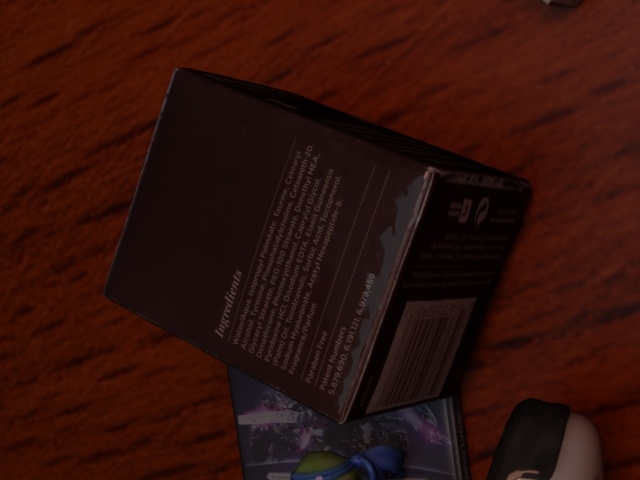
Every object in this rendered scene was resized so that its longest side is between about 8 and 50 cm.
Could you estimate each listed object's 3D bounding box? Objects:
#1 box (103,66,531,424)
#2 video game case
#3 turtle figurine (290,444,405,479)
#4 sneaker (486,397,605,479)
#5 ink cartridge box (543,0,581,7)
[{"bbox_3d":[0.000,0.000,0.783,0.203,0.168,0.167,24,102,27],"label":"box"},{"bbox_3d":[0.024,0.179,0.905,0.196,0.026,0.274,-4,96,30],"label":"video game case"},{"bbox_3d":[-0.013,0.303,0.827,0.266,0.275,0.198,63,155,0],"label":"turtle figurine"},{"bbox_3d":[0.241,0.312,0.750,0.258,0.169,0.447,-1,107,21],"label":"sneaker"},{"bbox_3d":[0.133,-0.228,0.745,0.135,0.056,0.099,42,116,17],"label":"ink cartridge box"}]
